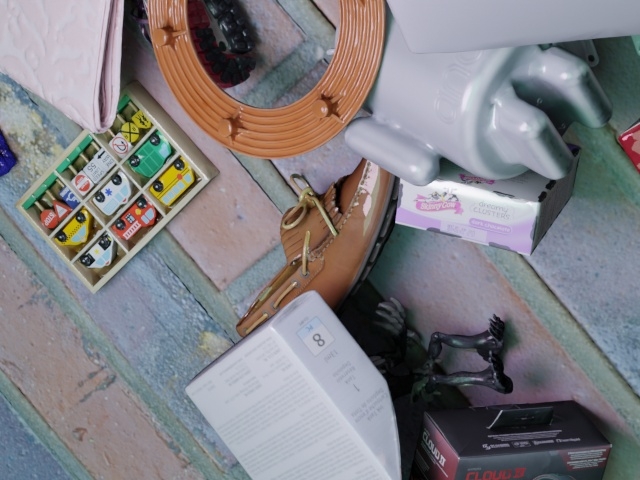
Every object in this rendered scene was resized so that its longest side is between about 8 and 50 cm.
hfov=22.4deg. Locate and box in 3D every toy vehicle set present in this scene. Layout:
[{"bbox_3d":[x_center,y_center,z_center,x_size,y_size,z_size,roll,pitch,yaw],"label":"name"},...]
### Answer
[{"bbox_3d":[-0.277,-0.069,2.172,0.166,0.035,0.267,47,120,-1],"label":"toy vehicle set"}]

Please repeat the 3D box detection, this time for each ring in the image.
[{"bbox_3d":[-0.073,-0.256,1.822,0.336,0.032,0.337,9,105,33],"label":"ring"}]

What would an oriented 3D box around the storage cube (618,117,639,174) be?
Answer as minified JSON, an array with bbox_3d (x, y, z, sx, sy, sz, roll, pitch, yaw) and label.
[{"bbox_3d":[0.467,-0.097,1.747,0.183,0.215,0.193,-34,89,31],"label":"storage cube"}]

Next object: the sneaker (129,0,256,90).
[{"bbox_3d":[-0.194,-0.316,1.991,0.112,0.121,0.299,-15,100,42],"label":"sneaker"}]

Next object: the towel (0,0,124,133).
[{"bbox_3d":[-0.354,-0.339,2.020,0.332,0.053,0.317,33,125,35],"label":"towel"}]

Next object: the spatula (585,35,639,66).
[{"bbox_3d":[0.279,-0.301,1.851,0.168,0.019,0.242,-17,103,27],"label":"spatula"}]

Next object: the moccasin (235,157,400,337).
[{"bbox_3d":[0.001,-0.002,2.035,0.147,0.139,0.380,29,129,0],"label":"moccasin"}]

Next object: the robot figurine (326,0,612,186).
[{"bbox_3d":[0.156,-0.199,1.807,0.353,0.200,0.300,33,79,38],"label":"robot figurine"}]

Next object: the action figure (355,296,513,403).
[{"bbox_3d":[0.096,0.156,2.040,0.275,0.164,0.141,-13,131,19],"label":"action figure"}]

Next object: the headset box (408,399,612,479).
[{"bbox_3d":[0.222,0.329,2.017,0.218,0.110,0.293,-1,118,-23],"label":"headset box"}]

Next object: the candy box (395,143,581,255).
[{"bbox_3d":[0.196,-0.066,1.879,0.164,0.196,0.070,15,117,17],"label":"candy box"}]

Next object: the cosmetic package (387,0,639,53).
[{"bbox_3d":[0.216,-0.422,1.536,0.327,0.329,0.394,-3,79,9],"label":"cosmetic package"}]

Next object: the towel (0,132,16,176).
[{"bbox_3d":[-0.591,-0.147,2.259,0.308,0.076,0.228,-20,109,28],"label":"towel"}]

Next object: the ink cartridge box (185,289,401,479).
[{"bbox_3d":[0.023,0.272,2.007,0.385,0.091,0.308,51,148,0],"label":"ink cartridge box"}]
